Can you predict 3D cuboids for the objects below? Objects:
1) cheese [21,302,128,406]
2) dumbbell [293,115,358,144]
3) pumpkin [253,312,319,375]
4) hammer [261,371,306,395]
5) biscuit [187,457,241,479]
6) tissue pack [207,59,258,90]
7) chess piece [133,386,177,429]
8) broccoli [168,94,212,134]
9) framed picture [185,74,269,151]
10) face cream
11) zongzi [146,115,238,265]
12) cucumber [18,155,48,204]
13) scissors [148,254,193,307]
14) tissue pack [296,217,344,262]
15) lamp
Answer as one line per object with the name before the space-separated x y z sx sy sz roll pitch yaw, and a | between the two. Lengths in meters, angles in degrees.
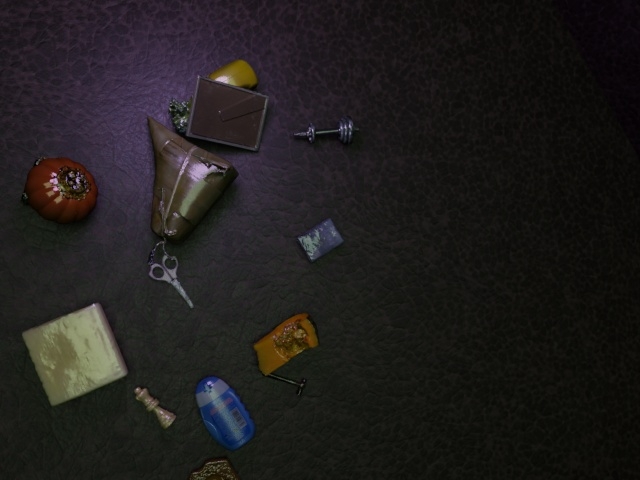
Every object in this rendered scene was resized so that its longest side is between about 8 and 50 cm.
cheese | -0.792 0.369 1.701 0.243 0.124 0.265 -22 90 -12
dumbbell | 0.022 -0.419 2.005 0.255 0.110 0.110 -6 86 -8
pumpkin | -0.119 0.366 1.886 0.248 0.126 0.130 -26 100 3
hammer | -0.139 0.514 1.909 0.178 0.021 0.065 22 81 -11
biscuit | -0.387 0.866 1.803 0.215 0.034 0.182 -30 92 -13
tissue pack | -0.329 -0.583 1.910 0.178 0.123 0.127 -35 102 -15
chess piece | -0.570 0.566 1.775 0.172 0.060 0.060 46 76 -4
broccoli | -0.453 -0.448 1.851 0.155 0.160 0.167 -21 71 -42
framed picture | -0.326 -0.447 1.860 0.289 0.016 0.213 5 103 -39
face cream | -0.341 0.597 1.815 0.149 0.083 0.264 -31 93 -16
zongzi | -0.553 -0.166 1.805 0.418 0.181 0.447 34 80 6
cucumber | -0.956 -0.201 1.748 0.053 0.053 0.181 20 80 -12
scissors | -0.514 0.152 1.845 0.110 0.021 0.212 -36 93 -13
tissue pack | 0.000 0.000 1.981 0.156 0.051 0.112 -33 96 -16
lamp | -0.840 -0.163 1.699 0.223 0.197 0.223 25 56 -45
